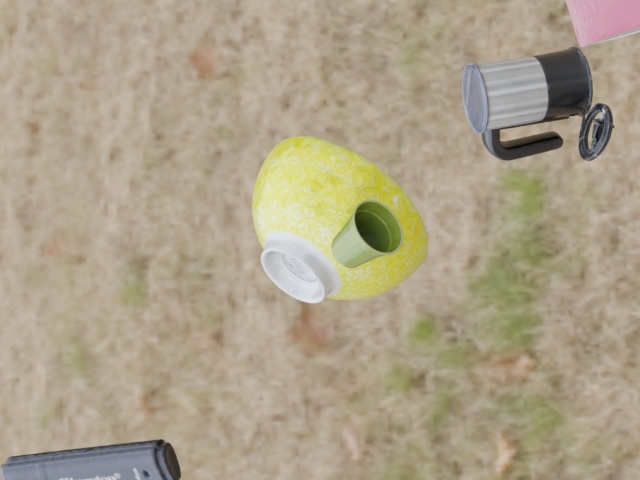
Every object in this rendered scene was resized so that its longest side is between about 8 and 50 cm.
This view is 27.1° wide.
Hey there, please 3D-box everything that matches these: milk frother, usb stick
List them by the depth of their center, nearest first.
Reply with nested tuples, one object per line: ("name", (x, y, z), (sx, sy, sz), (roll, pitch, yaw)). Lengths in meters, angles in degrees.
("milk frother", (0.252, -0.151, 1.533), (0.143, 0.134, 0.129), (-145, 45, -75))
("usb stick", (-0.328, 0.328, 1.879), (0.278, 0.045, 0.077), (-10, 107, 22))

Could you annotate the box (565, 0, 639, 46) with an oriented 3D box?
("box", (0.273, -0.310, 1.231), (0.127, 0.148, 0.232), (-16, 97, 18))

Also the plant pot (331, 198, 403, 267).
("plant pot", (0.057, -0.001, 1.794), (0.079, 0.083, 0.083), (-40, 56, 46))

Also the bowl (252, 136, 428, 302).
("bowl", (0.000, 0.000, 1.992), (0.289, 0.156, 0.289), (27, 149, 18))
